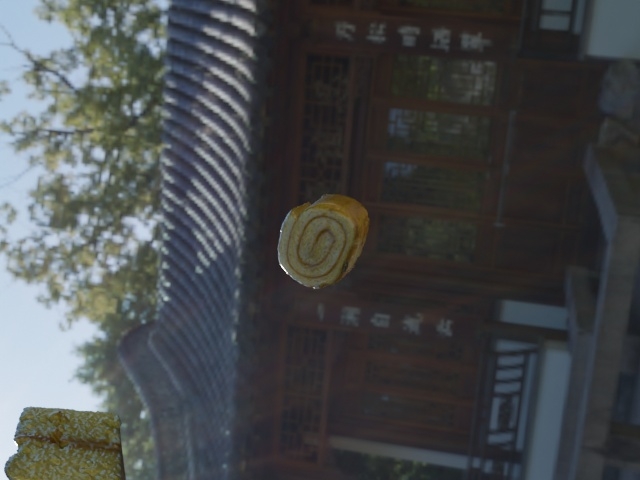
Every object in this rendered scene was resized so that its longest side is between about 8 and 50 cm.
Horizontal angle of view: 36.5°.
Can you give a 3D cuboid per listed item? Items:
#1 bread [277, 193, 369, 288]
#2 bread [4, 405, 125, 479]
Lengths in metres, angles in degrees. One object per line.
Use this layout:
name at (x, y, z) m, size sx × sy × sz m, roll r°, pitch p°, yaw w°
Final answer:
bread at (0.000, 0.000, 1.465) m, size 0.073 × 0.122 × 0.149 m, roll -47°, pitch -20°, yaw -59°
bread at (-0.481, 0.559, 1.930) m, size 0.346 × 0.242 × 0.404 m, roll -157°, pitch 65°, yaw -81°
